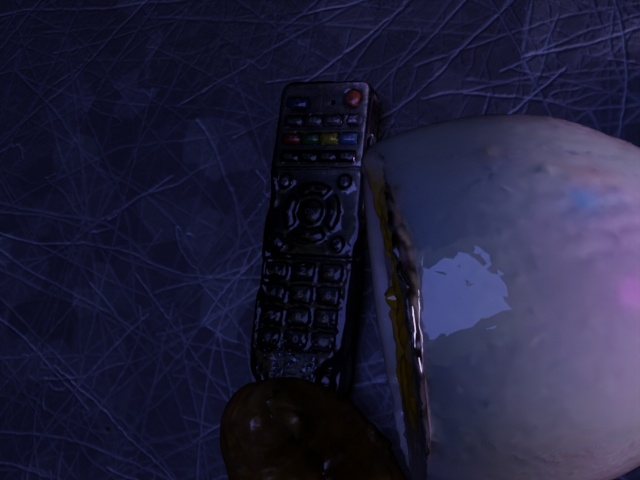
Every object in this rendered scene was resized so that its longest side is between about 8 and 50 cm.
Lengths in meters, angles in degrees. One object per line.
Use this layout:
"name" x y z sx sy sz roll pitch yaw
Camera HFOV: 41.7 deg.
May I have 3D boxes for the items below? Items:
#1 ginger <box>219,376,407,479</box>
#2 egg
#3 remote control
"ginger" 0.019 0.280 0.898 0.165 0.172 0.321 -41 85 -14
"egg" 0.225 0.052 0.784 0.340 0.354 0.354 -8 74 -1
"remote control" 0.000 0.000 1.022 0.145 0.062 0.398 3 79 21
